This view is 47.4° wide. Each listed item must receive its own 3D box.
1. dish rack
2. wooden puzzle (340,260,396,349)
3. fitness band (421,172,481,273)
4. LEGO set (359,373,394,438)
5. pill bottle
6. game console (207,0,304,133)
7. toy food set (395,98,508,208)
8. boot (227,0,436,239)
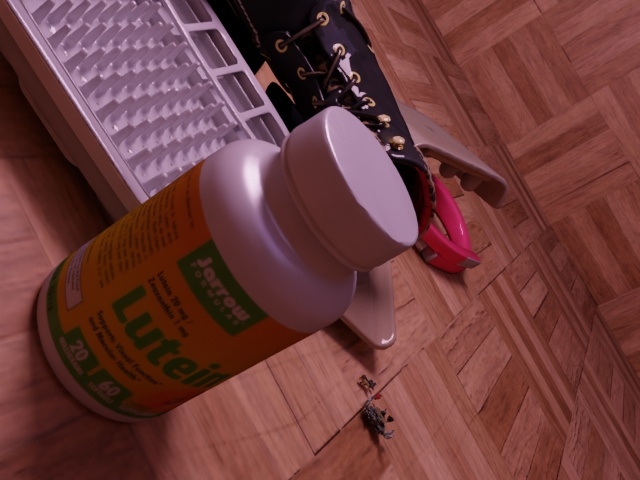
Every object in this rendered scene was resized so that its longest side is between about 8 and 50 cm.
[{"bbox_3d":[-0.161,-0.142,0.707,0.286,0.072,0.333,58,24,-5],"label":"dish rack"},{"bbox_3d":[0.000,0.000,0.903,0.238,0.044,0.221,40,30,-28],"label":"wooden puzzle"},{"bbox_3d":[0.206,-0.044,1.343,0.291,0.054,0.209,21,41,-56],"label":"fitness band"},{"bbox_3d":[0.060,0.192,0.822,0.054,0.023,0.083,50,12,-25],"label":"LEGO set"},{"bbox_3d":[-0.063,0.017,0.498,0.136,0.245,0.136,44,28,-31],"label":"pill bottle"},{"bbox_3d":[-0.059,-0.200,1.009,0.361,0.044,0.213,51,25,-20],"label":"game console"},{"bbox_3d":[0.161,-0.154,1.246,0.306,0.092,0.220,16,26,-45],"label":"toy food set"},{"bbox_3d":[0.012,-0.182,0.867,0.377,0.138,0.284,53,16,-49],"label":"boot"}]
